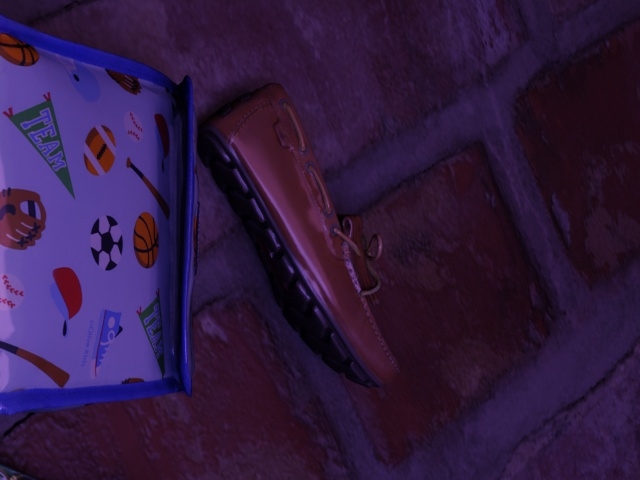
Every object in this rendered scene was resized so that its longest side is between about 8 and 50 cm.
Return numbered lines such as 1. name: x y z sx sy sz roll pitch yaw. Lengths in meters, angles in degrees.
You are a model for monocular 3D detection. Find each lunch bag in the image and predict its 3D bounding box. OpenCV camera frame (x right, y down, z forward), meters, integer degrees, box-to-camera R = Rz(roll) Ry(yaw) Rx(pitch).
1. lunch bag: -0.237 -0.006 1.038 0.385 0.239 0.328 12 76 -64

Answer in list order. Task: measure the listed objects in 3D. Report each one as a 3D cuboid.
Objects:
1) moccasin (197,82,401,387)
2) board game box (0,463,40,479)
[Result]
1. moccasin: -0.001 0.000 1.290 0.147 0.139 0.380 -32 98 -22
2. board game box: -0.340 0.271 1.050 0.259 0.030 0.136 44 66 -50
